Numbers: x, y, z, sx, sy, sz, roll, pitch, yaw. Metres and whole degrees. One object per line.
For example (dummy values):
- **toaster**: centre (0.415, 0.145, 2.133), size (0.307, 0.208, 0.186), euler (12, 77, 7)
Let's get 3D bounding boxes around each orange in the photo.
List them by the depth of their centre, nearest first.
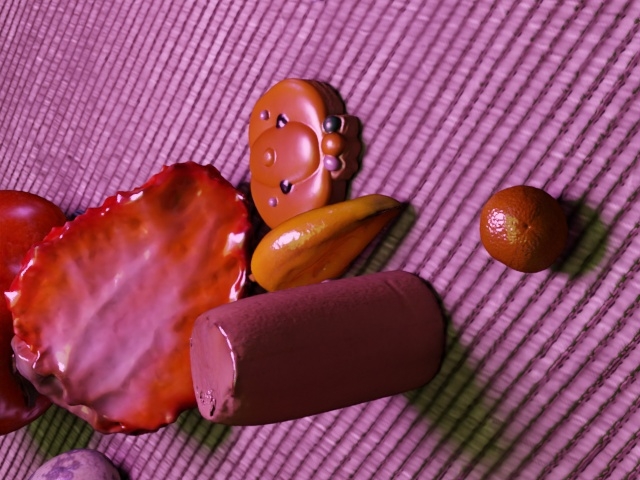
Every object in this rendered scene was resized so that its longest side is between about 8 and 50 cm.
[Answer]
- **orange**: centre (0.175, -0.009, 1.142), size (0.085, 0.085, 0.085), euler (1, 91, 51)

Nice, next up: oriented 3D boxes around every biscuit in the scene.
- **biscuit**: centre (-0.026, -0.091, 1.404), size (0.170, 0.050, 0.170), euler (2, 93, 50)

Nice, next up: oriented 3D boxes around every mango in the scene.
- **mango**: centre (0.000, 0.000, 1.335), size (0.187, 0.101, 0.066), euler (-31, 67, 32)

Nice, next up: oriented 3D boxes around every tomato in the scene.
- **tomato**: centre (-0.447, 0.091, 1.738), size (0.290, 0.293, 0.325), euler (29, 129, 35)

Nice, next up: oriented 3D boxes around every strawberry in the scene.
- **strawberry**: centre (-0.203, 0.057, 1.528), size (0.336, 0.265, 0.149), euler (-53, 8, 8)

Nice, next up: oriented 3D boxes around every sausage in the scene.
- **sausage**: centre (-0.011, 0.101, 1.232), size (0.123, 0.253, 0.123), euler (10, 103, 50)

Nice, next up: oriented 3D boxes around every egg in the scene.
- **egg**: centre (-0.326, 0.352, 1.712), size (0.141, 0.141, 0.181), euler (37, 110, 44)

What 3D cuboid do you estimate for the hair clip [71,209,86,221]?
- **hair clip**: centre (-0.268, 0.026, 1.708), size (0.229, 0.070, 0.039), euler (50, 141, 47)
